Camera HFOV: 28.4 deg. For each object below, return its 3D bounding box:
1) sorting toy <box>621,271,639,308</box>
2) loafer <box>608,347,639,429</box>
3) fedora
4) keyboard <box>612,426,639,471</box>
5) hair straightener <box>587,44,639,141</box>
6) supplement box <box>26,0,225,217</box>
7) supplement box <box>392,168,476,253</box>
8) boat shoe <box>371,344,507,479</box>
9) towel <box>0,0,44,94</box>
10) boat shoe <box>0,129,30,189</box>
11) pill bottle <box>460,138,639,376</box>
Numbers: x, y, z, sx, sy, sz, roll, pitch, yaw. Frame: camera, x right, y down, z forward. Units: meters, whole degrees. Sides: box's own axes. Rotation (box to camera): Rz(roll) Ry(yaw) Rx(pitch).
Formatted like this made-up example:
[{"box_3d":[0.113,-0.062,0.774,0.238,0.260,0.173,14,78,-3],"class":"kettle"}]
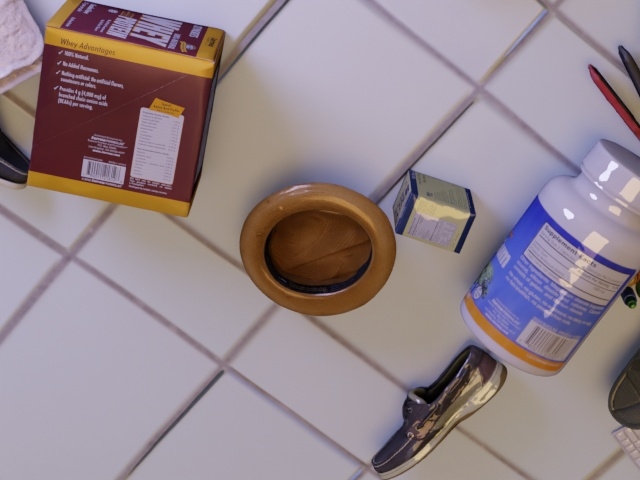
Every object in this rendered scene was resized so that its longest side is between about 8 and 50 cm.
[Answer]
[{"box_3d":[0.404,0.058,1.597,0.102,0.042,0.061,28,112,-11],"class":"sorting toy"},{"box_3d":[0.466,0.125,1.618,0.096,0.084,0.267,42,107,14],"class":"loafer"},{"box_3d":[0.000,0.000,1.561,0.194,0.079,0.194,4,117,7],"class":"fedora"},{"box_3d":[0.498,0.336,1.737,0.072,0.014,0.256,-35,109,16],"class":"keyboard"},{"box_3d":[0.414,-0.141,1.503,0.089,0.047,0.230,-35,109,16],"class":"hair straightener"},{"box_3d":[-0.224,-0.156,1.468,0.191,0.129,0.194,12,114,-3],"class":"supplement box"},{"box_3d":[0.137,-0.036,1.538,0.083,0.083,0.056,18,113,-7],"class":"supplement box"},{"box_3d":[0.143,0.221,1.663,0.223,0.080,0.073,-43,101,13],"class":"boat shoe"},{"box_3d":[-0.446,-0.275,1.418,0.187,0.049,0.282,-34,107,-13],"class":"towel"},{"box_3d":[-0.423,-0.155,1.499,0.079,0.084,0.233,-39,105,17],"class":"boat shoe"},{"box_3d":[0.301,0.018,1.522,0.152,0.152,0.272,28,111,-11],"class":"pill bottle"}]
